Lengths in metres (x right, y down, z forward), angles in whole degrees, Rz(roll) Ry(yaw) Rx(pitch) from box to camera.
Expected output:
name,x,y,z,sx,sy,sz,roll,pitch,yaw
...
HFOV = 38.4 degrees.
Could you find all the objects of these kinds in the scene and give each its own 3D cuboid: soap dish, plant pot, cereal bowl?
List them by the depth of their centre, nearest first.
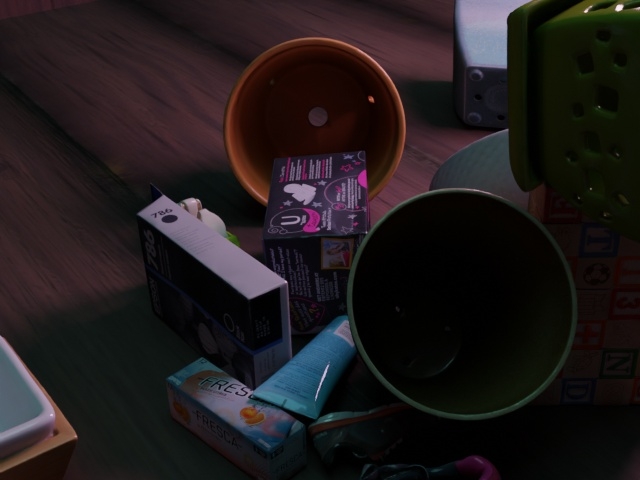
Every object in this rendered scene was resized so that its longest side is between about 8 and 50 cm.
name,x,y,z,sx,sy,sz,roll,pitch,yaw
plant pot,0.311,-0.151,0.908,0.227,0.228,0.207,-30,36,-35
soap dish,-0.434,0.228,0.979,0.290,0.118,0.229,-22,36,-30
plant pot,0.134,0.088,1.047,0.237,0.237,0.254,-5,-12,-6
cereal bowl,0.314,-0.014,1.202,0.338,0.339,0.141,-1,64,1
plant pot,-0.009,-0.196,1.547,0.290,0.291,0.203,-1,14,1
plant pot,0.371,-0.354,1.813,0.247,0.248,0.252,8,48,14

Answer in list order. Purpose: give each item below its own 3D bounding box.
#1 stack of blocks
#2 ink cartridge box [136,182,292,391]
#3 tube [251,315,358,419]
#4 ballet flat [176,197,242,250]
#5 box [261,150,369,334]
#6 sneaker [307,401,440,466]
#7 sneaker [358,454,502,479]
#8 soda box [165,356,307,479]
name,x,y,z,sx,sy,sz,roll,pitch,yaw
stack of blocks,0.326,0.049,1.068,0.171,0.297,0.087,-1,30,3
ink cartridge box,-0.158,0.061,1.202,0.065,0.165,0.332,-23,36,-30
tube,-0.002,0.152,1.110,0.080,0.052,0.207,13,22,19
ballet flat,-0.190,-0.021,1.425,0.077,0.077,0.231,-22,36,-29
box,0.000,0.000,1.298,0.142,0.163,0.247,-3,30,4
sneaker,0.065,0.226,1.039,0.157,0.061,0.065,-6,61,-16
sneaker,0.034,0.273,0.889,0.299,0.112,0.121,-9,32,-11
soda box,-0.098,0.206,1.053,0.183,0.063,0.058,25,40,37
